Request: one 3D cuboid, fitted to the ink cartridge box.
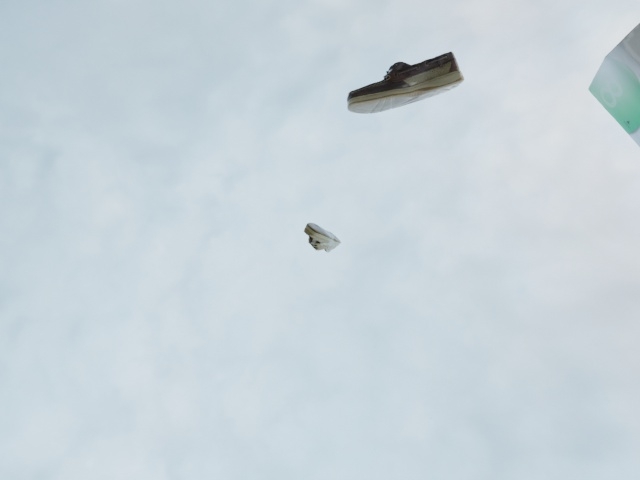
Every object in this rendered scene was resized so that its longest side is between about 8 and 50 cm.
[{"bbox_3d":[0.466,-0.211,0.550,0.056,0.225,0.180,-29,-111,11],"label":"ink cartridge box"}]

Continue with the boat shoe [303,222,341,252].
[{"bbox_3d":[0.000,0.000,0.879,0.045,0.135,0.050,-49,-120,8],"label":"boat shoe"}]

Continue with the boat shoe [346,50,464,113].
[{"bbox_3d":[0.193,-0.375,0.982,0.286,0.103,0.092,-15,-90,-1],"label":"boat shoe"}]
